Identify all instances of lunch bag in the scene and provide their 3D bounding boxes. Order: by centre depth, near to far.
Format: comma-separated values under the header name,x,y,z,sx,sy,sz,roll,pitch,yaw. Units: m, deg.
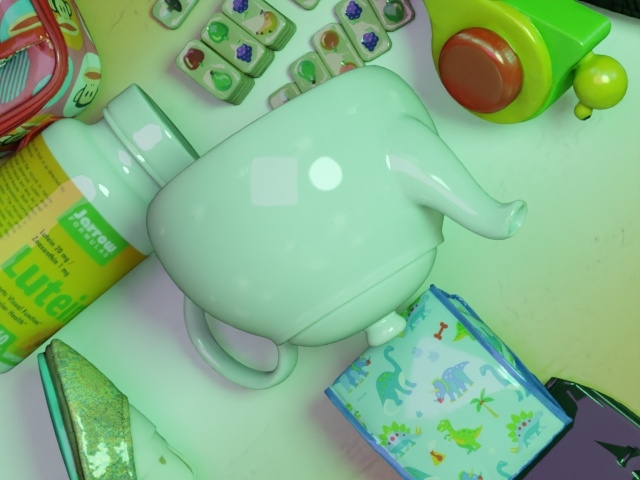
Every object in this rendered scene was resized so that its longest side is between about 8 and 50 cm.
name,x,y,z,sx,sy,sz,roll,pitch,yaw
lunch bag,0.104,0.132,1.176,0.129,0.096,0.151,-47,67,9
lunch bag,-0.347,-0.147,1.304,0.293,0.120,0.258,-27,85,13

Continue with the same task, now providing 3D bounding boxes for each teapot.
name,x,y,z,sx,sy,sz,roll,pitch,yaw
teapot,0.000,0.000,1.145,0.253,0.256,0.187,-31,88,-6

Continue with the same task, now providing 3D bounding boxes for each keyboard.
name,x,y,z,sx,sy,sz,roll,pitch,yaw
keyboard,0.177,0.281,1.184,0.201,0.033,0.317,39,98,15

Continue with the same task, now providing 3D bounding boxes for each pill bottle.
name,x,y,z,sx,sy,sz,roll,pitch,yaw
pill bottle,-0.217,-0.015,1.241,0.246,0.136,0.136,-40,78,2

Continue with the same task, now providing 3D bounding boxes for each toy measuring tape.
name,x,y,z,sx,sy,sz,roll,pitch,yaw
toy measuring tape,0.097,-0.180,1.191,0.330,0.121,0.121,32,96,22

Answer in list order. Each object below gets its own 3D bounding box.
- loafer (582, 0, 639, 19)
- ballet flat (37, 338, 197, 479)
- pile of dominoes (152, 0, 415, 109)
name,x,y,z,sx,sy,sz,roll,pitch,yaw
loafer,0.201,-0.240,1.186,0.220,0.080,0.078,24,61,16
ballet flat,-0.147,0.244,1.240,0.123,0.123,0.348,-15,83,14
pile of dominoes,-0.016,-0.225,1.253,0.196,0.040,0.251,39,98,13
